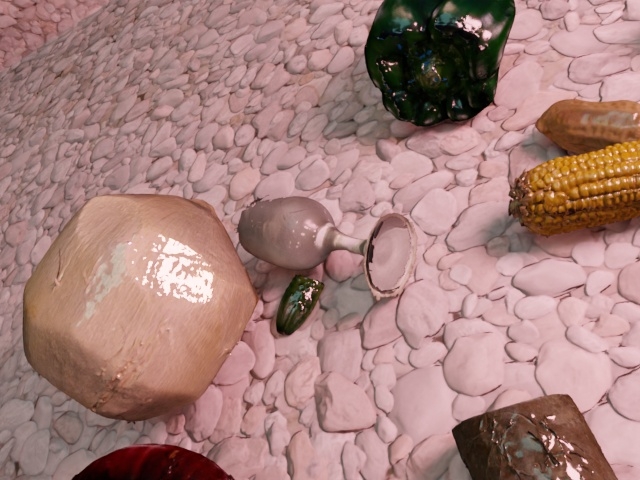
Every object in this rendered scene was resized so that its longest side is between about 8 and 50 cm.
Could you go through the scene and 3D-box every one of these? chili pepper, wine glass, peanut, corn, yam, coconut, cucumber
[{"bbox_3d":[0.220,-0.357,1.068,0.248,0.233,0.257,13,55,21],"label":"chili pepper"},{"bbox_3d":[0.000,0.000,0.988,0.321,0.143,0.144,12,65,38],"label":"wine glass"},{"bbox_3d":[0.421,-0.172,0.882,0.194,0.083,0.094,28,88,42],"label":"peanut"},{"bbox_3d":[0.415,-0.080,0.796,0.317,0.115,0.115,-14,51,22],"label":"corn"},{"bbox_3d":[0.242,0.274,0.619,0.153,0.154,0.255,-27,44,13],"label":"yam"},{"bbox_3d":[-0.279,0.090,0.963,0.346,0.346,0.360,27,81,43],"label":"coconut"},{"bbox_3d":[-0.046,0.110,1.006,0.067,0.035,0.108,13,66,37],"label":"cucumber"}]

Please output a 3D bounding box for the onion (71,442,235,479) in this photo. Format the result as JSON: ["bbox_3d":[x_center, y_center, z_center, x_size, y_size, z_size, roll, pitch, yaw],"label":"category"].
[{"bbox_3d":[-0.214,0.425,0.753,0.313,0.232,0.314,-3,72,10],"label":"onion"}]
